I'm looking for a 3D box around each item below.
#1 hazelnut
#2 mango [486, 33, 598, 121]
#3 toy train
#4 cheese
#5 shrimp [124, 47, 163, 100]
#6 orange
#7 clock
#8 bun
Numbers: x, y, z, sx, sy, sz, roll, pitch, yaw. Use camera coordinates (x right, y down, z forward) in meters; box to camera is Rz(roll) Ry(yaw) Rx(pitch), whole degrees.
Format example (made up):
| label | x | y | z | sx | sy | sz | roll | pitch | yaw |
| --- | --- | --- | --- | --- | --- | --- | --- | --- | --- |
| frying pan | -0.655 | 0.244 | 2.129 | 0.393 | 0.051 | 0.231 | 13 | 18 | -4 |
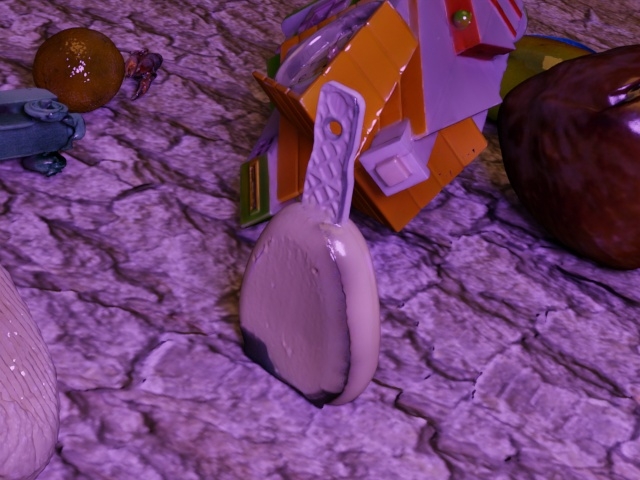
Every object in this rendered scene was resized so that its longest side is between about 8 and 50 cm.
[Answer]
| label | x | y | z | sx | sy | sz | roll | pitch | yaw |
| --- | --- | --- | --- | --- | --- | --- | --- | --- | --- |
| hazelnut | 0.274 | -0.077 | 1.237 | 0.218 | 0.218 | 0.234 | -16 | 6 | -40 |
| mango | 0.234 | -0.177 | 1.484 | 0.233 | 0.111 | 0.125 | 17 | 15 | 30 |
| toy train | -0.299 | -0.097 | 1.182 | 0.172 | 0.070 | 0.099 | -12 | 29 | -36 |
| cheese | 0.000 | 0.000 | 0.962 | 0.127 | 0.251 | 0.054 | 32 | 40 | 29 |
| shrimp | -0.189 | -0.181 | 1.388 | 0.029 | 0.038 | 0.092 | -26 | 26 | 18 |
| orange | -0.236 | -0.170 | 1.307 | 0.085 | 0.085 | 0.095 | 30 | 40 | 26 |
| clock | 0.047 | -0.136 | 1.218 | 0.166 | 0.235 | 0.309 | 51 | 34 | -23 |
| bun | -0.259 | 0.081 | 0.822 | 0.134 | 0.220 | 0.220 | -30 | 35 | 8 |
